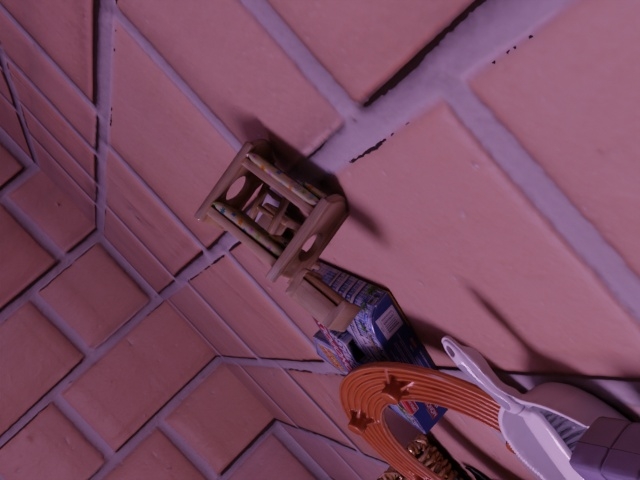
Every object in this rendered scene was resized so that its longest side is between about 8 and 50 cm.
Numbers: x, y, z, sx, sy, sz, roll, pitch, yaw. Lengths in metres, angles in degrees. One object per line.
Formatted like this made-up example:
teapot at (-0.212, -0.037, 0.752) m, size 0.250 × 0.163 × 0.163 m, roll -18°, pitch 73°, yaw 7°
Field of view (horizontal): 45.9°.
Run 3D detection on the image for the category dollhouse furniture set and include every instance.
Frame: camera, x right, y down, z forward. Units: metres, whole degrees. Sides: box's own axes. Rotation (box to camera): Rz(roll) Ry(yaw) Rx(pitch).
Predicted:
dollhouse furniture set at (0.000, 0.000, 0.764) m, size 0.182 × 0.101 × 0.161 m, roll 38°, pitch -175°, yaw 23°

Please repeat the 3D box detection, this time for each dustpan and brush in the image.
dustpan and brush at (0.186, 0.150, 0.638) m, size 0.211 × 0.060 × 0.147 m, roll 52°, pitch 152°, yaw 3°

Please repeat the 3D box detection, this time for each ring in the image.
ring at (0.163, 0.252, 0.844) m, size 0.336 × 0.032 × 0.336 m, roll 26°, pitch 150°, yaw 17°

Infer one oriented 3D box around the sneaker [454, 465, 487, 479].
sneaker at (0.258, 0.386, 1.036) m, size 0.170 × 0.051 × 0.089 m, roll 49°, pitch 163°, yaw 6°

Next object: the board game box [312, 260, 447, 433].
board game box at (0.044, 0.119, 0.918) m, size 0.194 × 0.060 × 0.194 m, roll 20°, pitch 149°, yaw 53°

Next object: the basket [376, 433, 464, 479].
basket at (0.089, 0.453, 1.157) m, size 0.223 × 0.299 × 0.213 m, roll 47°, pitch 164°, yaw -10°

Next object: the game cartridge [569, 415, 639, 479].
game cartridge at (0.347, 0.252, 0.469) m, size 0.355 × 0.068 × 0.230 m, roll 43°, pitch 167°, yaw -9°
